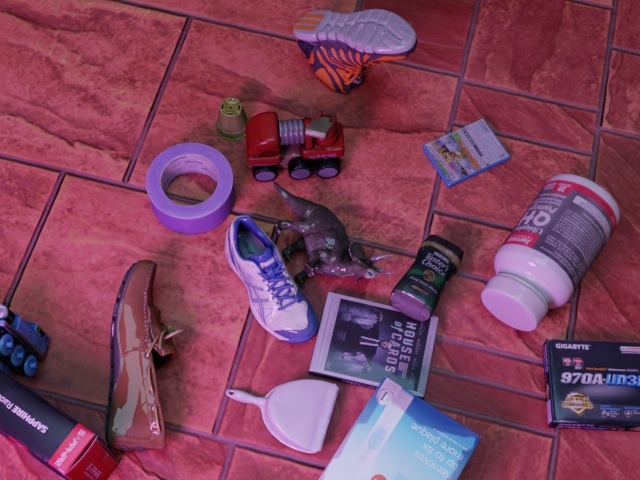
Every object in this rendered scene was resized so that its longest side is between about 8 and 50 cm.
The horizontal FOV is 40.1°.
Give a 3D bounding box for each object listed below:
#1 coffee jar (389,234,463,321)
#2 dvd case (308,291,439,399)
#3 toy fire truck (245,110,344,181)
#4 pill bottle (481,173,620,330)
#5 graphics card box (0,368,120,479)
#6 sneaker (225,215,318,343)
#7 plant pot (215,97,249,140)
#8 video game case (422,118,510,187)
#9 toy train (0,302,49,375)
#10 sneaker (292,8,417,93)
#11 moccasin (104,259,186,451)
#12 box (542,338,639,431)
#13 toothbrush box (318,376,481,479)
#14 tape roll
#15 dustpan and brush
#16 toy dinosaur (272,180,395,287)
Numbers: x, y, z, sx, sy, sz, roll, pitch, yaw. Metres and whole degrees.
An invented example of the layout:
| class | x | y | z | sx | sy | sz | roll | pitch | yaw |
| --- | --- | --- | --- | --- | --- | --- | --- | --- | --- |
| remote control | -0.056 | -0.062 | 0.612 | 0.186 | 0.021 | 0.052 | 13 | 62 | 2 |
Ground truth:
| class | x | y | z | sx | sy | sz | roll | pitch | yaw |
| --- | --- | --- | --- | --- | --- | --- | --- | --- | --- |
| coffee jar | 0.225 | 0.074 | 1.828 | 0.096 | 0.079 | 0.184 | 28 | 55 | 10 |
| dvd case | 0.111 | 0.215 | 1.800 | 0.239 | 0.029 | 0.179 | 12 | 65 | 4 |
| toy fire truck | -0.053 | -0.221 | 1.879 | 0.217 | 0.246 | 0.158 | -3 | 65 | -4 |
| pill bottle | 0.471 | 0.028 | 1.819 | 0.176 | 0.176 | 0.318 | 34 | 68 | 13 |
| graphics card box | -0.560 | 0.320 | 1.617 | 0.371 | 0.233 | 0.094 | 32 | 68 | 11 |
| sneaker | -0.110 | 0.080 | 1.801 | 0.112 | 0.131 | 0.296 | -33 | 71 | -18 |
| plant pot | -0.201 | -0.284 | 1.996 | 0.083 | 0.079 | 0.083 | 1 | 64 | -2 |
| video game case | 0.334 | -0.202 | 2.012 | 0.166 | 0.015 | 0.119 | -25 | 69 | -13 |
| toy train | -0.602 | 0.194 | 1.704 | 0.080 | 0.184 | 0.105 | 0 | 58 | 13 |
| sneaker | 0.097 | -0.425 | 2.004 | 0.321 | 0.180 | 0.124 | 19 | 61 | 36 |
| moccasin | -0.340 | 0.220 | 1.724 | 0.147 | 0.139 | 0.380 | 1 | 62 | -8 |
| box | 0.565 | 0.292 | 1.767 | 0.220 | 0.051 | 0.175 | 3 | 65 | 0 |
| toothbrush box | 0.129 | 0.443 | 1.641 | 0.216 | 0.126 | 0.295 | 32 | 69 | 12 |
| tape roll | -0.282 | -0.113 | 1.914 | 0.189 | 0.080 | 0.189 | 1 | 64 | -1 |
| dustpan and brush | -0.085 | 0.326 | 1.734 | 0.211 | 0.060 | 0.147 | 19 | 64 | -1 |
| toy dinosaur | 0.000 | 0.000 | 1.869 | 0.160 | 0.121 | 0.313 | -25 | 63 | -26 |
